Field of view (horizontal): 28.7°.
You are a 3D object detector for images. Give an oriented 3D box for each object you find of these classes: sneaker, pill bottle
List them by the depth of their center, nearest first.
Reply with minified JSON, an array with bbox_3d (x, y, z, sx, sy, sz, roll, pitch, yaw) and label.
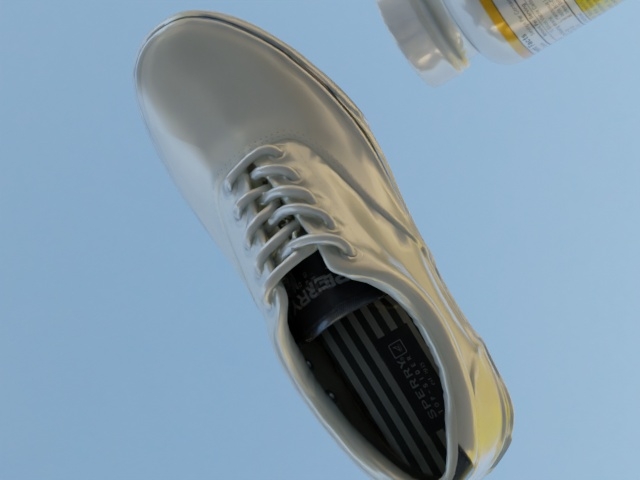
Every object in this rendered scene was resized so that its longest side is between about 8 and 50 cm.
[{"bbox_3d":[0.000,0.000,0.556,0.258,0.094,0.091,52,-169,6],"label":"sneaker"},{"bbox_3d":[0.145,-0.194,0.860,0.117,0.208,0.117,49,-158,-27],"label":"pill bottle"}]
